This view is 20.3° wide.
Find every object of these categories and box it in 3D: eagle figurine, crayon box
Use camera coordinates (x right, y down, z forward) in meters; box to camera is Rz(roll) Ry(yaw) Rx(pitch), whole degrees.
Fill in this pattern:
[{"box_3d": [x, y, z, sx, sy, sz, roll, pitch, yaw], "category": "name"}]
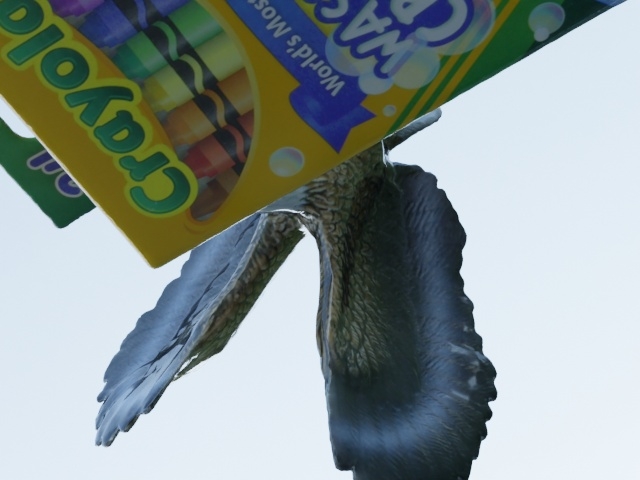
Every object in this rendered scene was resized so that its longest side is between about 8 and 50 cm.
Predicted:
[{"box_3d": [-0.008, -0.001, 1.105, 0.225, 0.226, 0.298, 7, -88, -29], "category": "eagle figurine"}, {"box_3d": [-0.044, -0.122, 0.818, 0.323, 0.083, 0.203, -29, -53, 13], "category": "crayon box"}]
